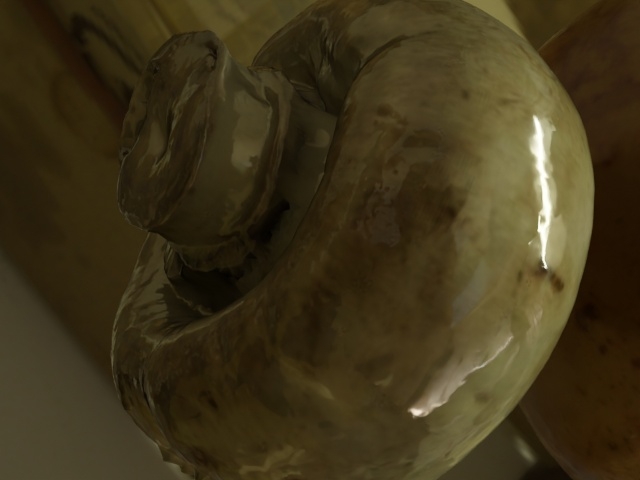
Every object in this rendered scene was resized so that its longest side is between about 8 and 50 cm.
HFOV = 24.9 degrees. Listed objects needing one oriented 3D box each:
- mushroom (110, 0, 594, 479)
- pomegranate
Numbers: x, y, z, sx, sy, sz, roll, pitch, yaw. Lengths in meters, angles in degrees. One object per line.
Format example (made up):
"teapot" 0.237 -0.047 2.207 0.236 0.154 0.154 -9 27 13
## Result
"mushroom" 0.000 0.000 0.430 0.127 0.166 0.166 23 -26 -22
"pomegranate" 0.178 0.006 0.560 0.248 0.248 0.248 31 -38 28
